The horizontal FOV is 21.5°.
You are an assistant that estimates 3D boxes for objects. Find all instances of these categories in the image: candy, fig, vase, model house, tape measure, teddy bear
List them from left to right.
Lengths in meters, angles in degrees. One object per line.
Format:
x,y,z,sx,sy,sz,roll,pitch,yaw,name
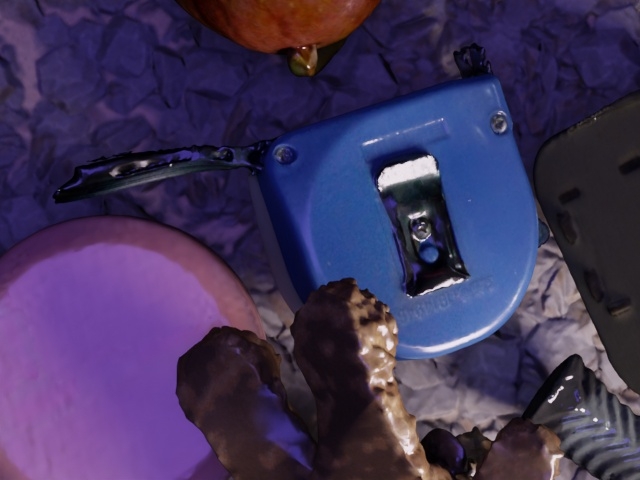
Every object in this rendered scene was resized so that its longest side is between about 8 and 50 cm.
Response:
-0.156,0.107,1.289,0.255,0.094,0.255,0,89,-2,candy
-0.023,-0.220,1.254,0.205,0.205,0.205,0,90,-1,fig
0.000,0.000,1.240,0.351,0.098,0.215,-18,91,-21,tape measure
0.067,0.161,1.212,0.246,0.222,0.296,-22,91,37,teddy bear
0.267,0.186,1.297,0.237,0.115,0.115,36,89,4,vase
0.339,-0.035,1.281,0.279,0.205,0.218,-23,87,-33,model house
